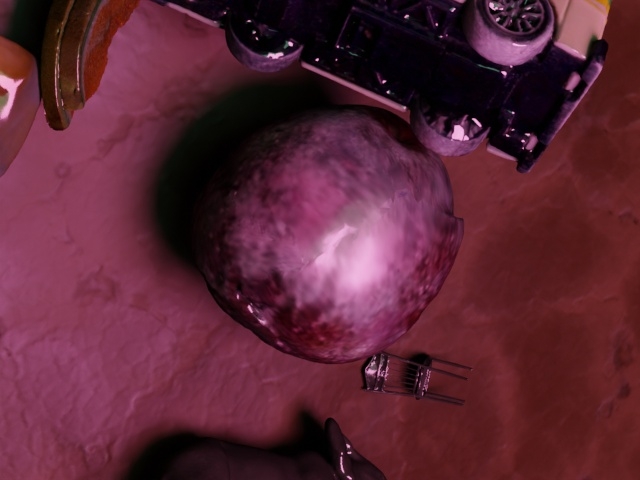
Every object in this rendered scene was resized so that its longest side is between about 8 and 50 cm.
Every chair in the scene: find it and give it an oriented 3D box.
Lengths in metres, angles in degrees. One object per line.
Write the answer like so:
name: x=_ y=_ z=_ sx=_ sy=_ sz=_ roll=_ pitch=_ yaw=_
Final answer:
chair: x=0.080 y=0.112 z=1.293 sx=0.086 sy=0.042 sz=0.037 roll=12 pitch=95 yaw=5

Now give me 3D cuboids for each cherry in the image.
cherry: x=0.005 y=-0.009 z=1.136 sx=0.195 sy=0.195 sz=0.195 roll=-7 pitch=105 yaw=-28

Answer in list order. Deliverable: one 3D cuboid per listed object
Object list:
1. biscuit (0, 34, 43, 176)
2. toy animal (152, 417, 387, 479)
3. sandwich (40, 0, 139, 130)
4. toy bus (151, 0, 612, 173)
biscuit: x=-0.339 y=-0.077 z=0.990 sx=0.290 sy=0.062 sz=0.237 roll=29 pitch=85 yaw=-33
toy animal: x=-0.015 y=0.204 z=1.192 sx=0.245 sy=0.146 sz=0.115 roll=21 pitch=110 yaw=-29
sandwich: x=-0.158 y=-0.139 z=1.070 sx=0.067 sy=0.029 sz=0.135 roll=57 pitch=45 yaw=-61
toy bus: x=0.045 y=-0.196 z=1.067 sx=0.305 sy=0.143 sz=0.179 roll=23 pitch=60 yaw=-1
